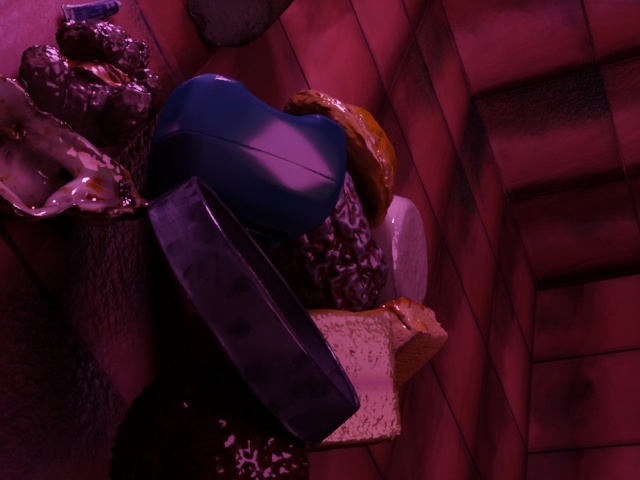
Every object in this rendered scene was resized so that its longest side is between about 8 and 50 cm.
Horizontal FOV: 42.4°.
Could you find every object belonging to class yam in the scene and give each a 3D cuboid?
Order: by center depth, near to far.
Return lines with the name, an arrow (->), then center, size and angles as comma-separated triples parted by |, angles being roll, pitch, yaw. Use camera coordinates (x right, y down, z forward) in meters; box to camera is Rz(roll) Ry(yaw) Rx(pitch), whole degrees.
yam -> -0.126, -0.486, 1.551 | 0.168, 0.168, 0.304 | 65, 29, -27

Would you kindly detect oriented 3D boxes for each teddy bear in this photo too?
teddy bear -> -0.299, -0.214, 1.086 | 0.140, 0.177, 0.190 | 121, -20, -53

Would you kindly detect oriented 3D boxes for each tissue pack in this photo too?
tissue pack -> -0.111, -0.111, 1.271 | 0.287, 0.198, 0.206 | 17, 75, -31

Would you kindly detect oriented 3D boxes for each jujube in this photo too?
jujube -> 0.000, 0.000, 1.521 | 0.226, 0.226, 0.317 | -62, 138, -55

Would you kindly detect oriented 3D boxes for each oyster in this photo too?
oyster -> -0.342, -0.091, 0.956 | 0.341, 0.110, 0.166 | 21, 56, -59

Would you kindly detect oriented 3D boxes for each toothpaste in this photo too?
toothpaste -> -0.329, -0.333, 1.199 | 0.140, 0.021, 0.037 | -49, 124, -59

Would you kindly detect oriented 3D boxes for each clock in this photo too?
clock -> -0.082, 0.086, 1.069 | 0.386, 0.076, 0.386 | 55, 0, 0

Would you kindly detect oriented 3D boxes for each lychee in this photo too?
lychee -> -0.130, 0.289, 1.050 | 0.267, 0.267, 0.267 | 40, 44, -54

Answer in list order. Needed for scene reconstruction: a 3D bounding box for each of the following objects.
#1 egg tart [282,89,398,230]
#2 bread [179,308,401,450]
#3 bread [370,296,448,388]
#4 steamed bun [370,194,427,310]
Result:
egg tart -> 0.051, -0.165, 1.624 | 0.128, 0.319, 0.319 | -35, 115, -26
bread -> -0.047, 0.219, 1.300 | 0.361, 0.245, 0.233 | 25, 57, -65
bread -> 0.097, 0.231, 1.553 | 0.114, 0.274, 0.185 | 51, 15, 24
steamed bun -> 0.123, 0.040, 1.810 | 0.283, 0.177, 0.283 | -3, 90, -69
